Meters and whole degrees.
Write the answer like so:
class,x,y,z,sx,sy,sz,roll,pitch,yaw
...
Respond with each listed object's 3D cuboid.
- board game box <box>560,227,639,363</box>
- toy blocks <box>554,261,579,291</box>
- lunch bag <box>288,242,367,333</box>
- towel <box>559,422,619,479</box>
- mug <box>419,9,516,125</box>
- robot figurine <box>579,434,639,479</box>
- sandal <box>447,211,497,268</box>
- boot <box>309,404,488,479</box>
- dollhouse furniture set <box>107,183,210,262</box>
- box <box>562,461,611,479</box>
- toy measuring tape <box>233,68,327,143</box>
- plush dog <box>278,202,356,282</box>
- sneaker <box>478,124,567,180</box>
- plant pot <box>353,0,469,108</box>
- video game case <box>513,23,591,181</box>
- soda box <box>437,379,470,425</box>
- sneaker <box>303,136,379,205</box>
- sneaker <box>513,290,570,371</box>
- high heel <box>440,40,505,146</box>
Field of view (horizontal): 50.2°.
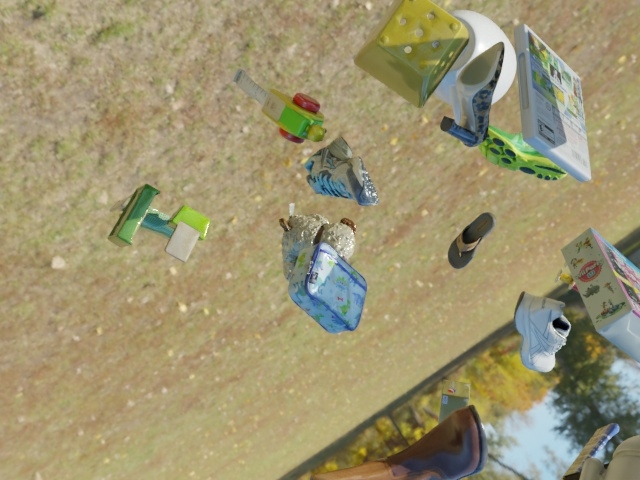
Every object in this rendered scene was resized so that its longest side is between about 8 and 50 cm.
class,x,y,z,sx,sy,sz,roll,pitch,yaw
board game box,0.704,0.138,1.590,0.097,0.224,0.303,-44,-156,26
toy blocks,0.849,0.119,2.199,0.054,0.148,0.123,-49,161,-50
lunch bag,0.023,0.120,1.761,0.090,0.219,0.176,-17,-139,39
towel,0.738,0.669,1.960,0.336,0.040,0.243,-49,158,-8
mug,0.438,-0.514,2.092,0.277,0.373,0.328,-7,178,25
robot figurine,0.682,0.552,1.412,0.353,0.300,0.199,-53,139,-27
sandal,0.496,-0.003,2.258,0.219,0.090,0.060,-50,157,17
boot,0.116,0.366,1.138,0.281,0.096,0.264,-3,147,-16
dollhouse furniture set,-0.443,-0.015,1.766,0.302,0.198,0.151,-9,-127,59
box,0.770,0.661,1.652,0.257,0.079,0.322,-19,-164,5
toy measuring tape,-0.087,-0.328,1.680,0.121,0.330,0.121,-27,140,-26
plush dog,0.000,0.000,2.116,0.210,0.226,0.262,68,35,-54
sneaker,0.596,-0.273,2.023,0.109,0.296,0.123,119,-9,-58
plant pot,0.223,-0.466,1.604,0.212,0.212,0.187,-55,-179,3
video game case,0.574,-0.330,1.682,0.036,0.299,0.329,-14,157,40
soda box,0.276,0.389,1.437,0.061,0.058,0.181,-52,148,-68
sneaker,0.040,-0.129,1.507,0.122,0.110,0.283,-27,-153,-2
sneaker,0.597,0.258,1.812,0.111,0.130,0.297,-61,142,-33
high heel,0.422,-0.368,1.753,0.186,0.093,0.261,13,112,-49
